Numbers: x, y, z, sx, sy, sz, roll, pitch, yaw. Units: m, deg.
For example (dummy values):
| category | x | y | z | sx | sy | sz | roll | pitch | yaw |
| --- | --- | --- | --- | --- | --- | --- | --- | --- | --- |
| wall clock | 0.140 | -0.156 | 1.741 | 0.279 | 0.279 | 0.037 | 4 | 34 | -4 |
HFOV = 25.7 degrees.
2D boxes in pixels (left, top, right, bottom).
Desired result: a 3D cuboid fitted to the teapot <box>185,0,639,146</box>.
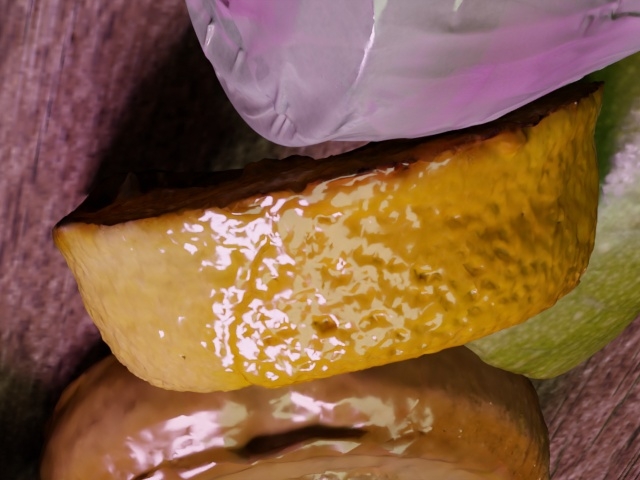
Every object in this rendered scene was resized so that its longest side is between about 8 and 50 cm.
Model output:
| category | x | y | z | sx | sy | sz | roll | pitch | yaw |
| --- | --- | --- | --- | --- | --- | --- | --- | --- | --- |
| teapot | 0.045 | -0.149 | 0.514 | 0.178 | 0.222 | 0.163 | -7 | 178 | -27 |

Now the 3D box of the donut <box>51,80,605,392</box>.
| category | x | y | z | sx | sy | sz | roll | pitch | yaw |
| --- | --- | --- | --- | --- | --- | --- | --- | --- | --- |
| donut | -0.006 | 0.002 | 0.586 | 0.259 | 0.152 | 0.101 | -9 | 98 | 14 |

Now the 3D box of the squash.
| category | x | y | z | sx | sy | sz | roll | pitch | yaw |
| --- | --- | --- | --- | --- | --- | --- | --- | --- | --- |
| squash | 0.158 | -0.041 | 0.676 | 0.169 | 0.093 | 0.252 | 26 | 124 | -34 |

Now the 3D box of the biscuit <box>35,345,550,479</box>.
| category | x | y | z | sx | sy | sz | roll | pitch | yaw |
| --- | --- | --- | --- | --- | --- | --- | --- | --- | --- |
| biscuit | -0.013 | 0.143 | 0.796 | 0.296 | 0.102 | 0.296 | -5 | 144 | -3 |
